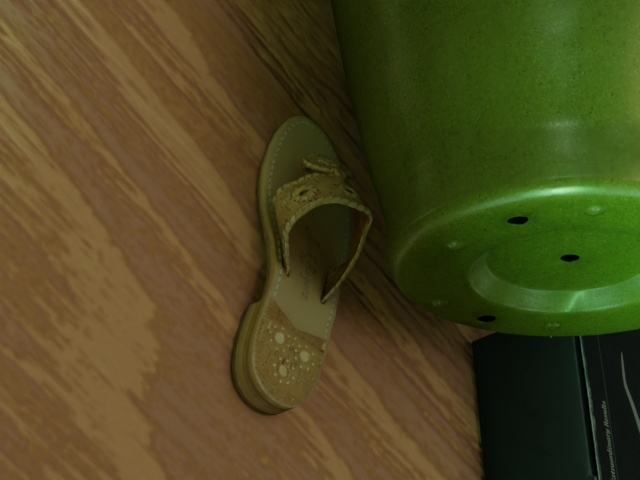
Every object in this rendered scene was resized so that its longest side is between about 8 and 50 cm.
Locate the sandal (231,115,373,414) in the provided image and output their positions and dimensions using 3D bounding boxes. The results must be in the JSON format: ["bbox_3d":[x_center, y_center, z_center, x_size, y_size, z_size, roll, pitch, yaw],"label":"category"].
[{"bbox_3d":[0.005,0.003,0.876,0.088,0.079,0.240,33,51,-30],"label":"sandal"}]

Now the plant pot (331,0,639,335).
[{"bbox_3d":[0.168,-0.133,0.891,0.367,0.366,0.352,23,57,-36],"label":"plant pot"}]

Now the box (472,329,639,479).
[{"bbox_3d":[0.230,0.153,1.009,0.207,0.108,0.153,18,60,-38],"label":"box"}]
